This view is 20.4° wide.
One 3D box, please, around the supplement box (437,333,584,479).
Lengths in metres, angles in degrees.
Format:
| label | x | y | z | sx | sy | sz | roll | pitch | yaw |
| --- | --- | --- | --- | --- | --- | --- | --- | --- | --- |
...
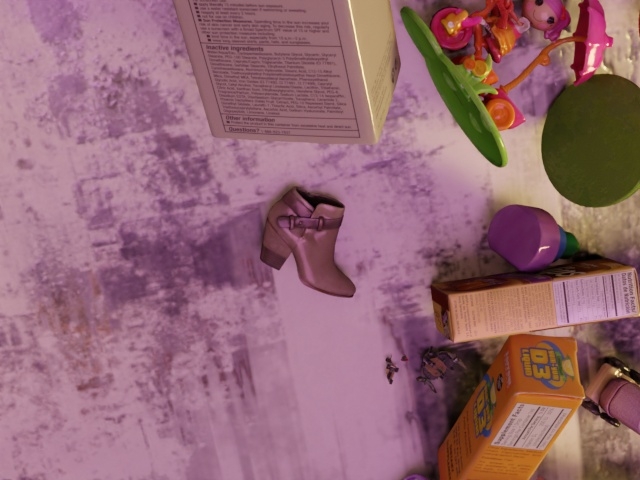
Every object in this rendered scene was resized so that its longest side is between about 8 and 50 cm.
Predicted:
| label | x | y | z | sx | sy | sz | roll | pitch | yaw |
| --- | --- | --- | --- | --- | --- | --- | --- | --- | --- |
| supplement box | 0.191 | 0.188 | 1.810 | 0.080 | 0.078 | 0.233 | 9 | 140 | -14 |

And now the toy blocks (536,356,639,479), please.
| label | x | y | z | sx | sy | sz | roll | pitch | yaw |
| --- | --- | --- | --- | --- | --- | --- | --- | --- | --- |
| toy blocks | 0.368 | 0.343 | 1.825 | 0.289 | 0.260 | 0.309 | 31 | 92 | -30 |

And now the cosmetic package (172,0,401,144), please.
| label | x | y | z | sx | sy | sz | roll | pitch | yaw |
| --- | --- | --- | --- | --- | --- | --- | --- | --- | --- |
| cosmetic package | -0.037 | -0.228 | 1.479 | 0.160 | 0.113 | 0.309 | 4 | 137 | 15 |

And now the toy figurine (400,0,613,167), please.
| label | x | y | z | sx | sy | sz | roll | pitch | yaw |
| --- | --- | --- | --- | --- | --- | --- | --- | --- | --- |
| toy figurine | 0.184 | -0.181 | 1.632 | 0.159 | 0.130 | 0.173 | -34 | 96 | -5 |

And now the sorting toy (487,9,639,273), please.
| label | x | y | z | sx | sy | sz | roll | pitch | yaw |
| --- | --- | --- | --- | --- | --- | --- | --- | --- | --- |
| sorting toy | 0.311 | -0.107 | 1.704 | 0.126 | 0.127 | 0.365 | 7 | 127 | -48 |

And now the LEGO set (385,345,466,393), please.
| label | x | y | z | sx | sy | sz | roll | pitch | yaw |
| --- | --- | --- | --- | --- | --- | --- | --- | --- | --- |
| LEGO set | 0.108 | 0.128 | 1.841 | 0.083 | 0.023 | 0.054 | 13 | 116 | -2 |

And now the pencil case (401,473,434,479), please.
| label | x | y | z | sx | sy | sz | roll | pitch | yaw |
| --- | --- | --- | --- | --- | --- | --- | --- | --- | --- |
| pencil case | 0.158 | 0.328 | 1.927 | 0.206 | 0.088 | 0.086 | 29 | 119 | -25 |

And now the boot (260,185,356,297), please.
| label | x | y | z | sx | sy | sz | roll | pitch | yaw |
| --- | --- | --- | --- | --- | --- | --- | --- | --- | --- |
| boot | 0.000 | 0.000 | 1.731 | 0.118 | 0.042 | 0.087 | 22 | 113 | -21 |

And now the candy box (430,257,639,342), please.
| label | x | y | z | sx | sy | sz | roll | pitch | yaw |
| --- | --- | --- | --- | --- | --- | --- | --- | --- | --- |
| candy box | 0.210 | 0.058 | 1.757 | 0.187 | 0.109 | 0.053 | -7 | 95 | -5 |
